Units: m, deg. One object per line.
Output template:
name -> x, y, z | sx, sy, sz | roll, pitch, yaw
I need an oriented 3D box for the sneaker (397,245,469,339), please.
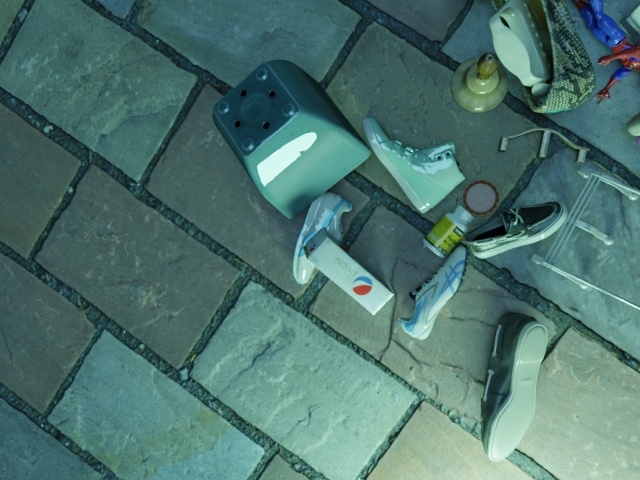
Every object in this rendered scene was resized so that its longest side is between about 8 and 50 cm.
sneaker -> 0.257, 0.112, 1.326 | 0.086, 0.085, 0.237 | 30, 97, 2

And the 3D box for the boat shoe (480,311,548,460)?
boat shoe -> 0.420, 0.323, 1.318 | 0.112, 0.095, 0.335 | 8, 100, -26

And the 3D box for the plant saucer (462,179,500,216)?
plant saucer -> 0.364, -0.096, 1.330 | 0.083, 0.013, 0.083 | 1, 94, 11

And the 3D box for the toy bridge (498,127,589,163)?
toy bridge -> 0.494, -0.214, 1.293 | 0.188, 0.026, 0.063 | 10, 94, 9

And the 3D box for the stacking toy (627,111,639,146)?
stacking toy -> 0.778, -0.137, 1.204 | 0.141, 0.141, 0.330 | -33, 94, 11

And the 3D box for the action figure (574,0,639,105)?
action figure -> 0.585, -0.405, 1.233 | 0.139, 0.091, 0.280 | -45, 84, 3

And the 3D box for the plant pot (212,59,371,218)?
plant pot -> -0.085, -0.236, 1.252 | 0.248, 0.252, 0.247 | -38, 68, 10

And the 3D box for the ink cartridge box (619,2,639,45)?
ink cartridge box -> 0.804, -0.416, 1.172 | 0.226, 0.131, 0.306 | -42, 87, 10

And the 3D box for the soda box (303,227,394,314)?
soda box -> 0.062, 0.070, 1.323 | 0.216, 0.074, 0.069 | 41, 99, -20

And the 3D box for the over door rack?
over door rack -> 0.644, 0.014, 1.224 | 0.324, 0.108, 0.239 | 30, 98, 28

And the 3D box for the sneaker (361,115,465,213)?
sneaker -> 0.212, -0.203, 1.309 | 0.151, 0.094, 0.256 | -37, 96, 16

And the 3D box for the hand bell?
hand bell -> 0.338, -0.343, 1.203 | 0.126, 0.242, 0.126 | 1, 93, 10

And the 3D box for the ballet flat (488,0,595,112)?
ballet flat -> 0.411, -0.489, 1.207 | 0.182, 0.164, 0.483 | -22, 91, -23

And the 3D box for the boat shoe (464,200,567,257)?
boat shoe -> 0.419, -0.031, 1.267 | 0.219, 0.070, 0.078 | -28, 44, 21

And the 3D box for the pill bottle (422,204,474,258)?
pill bottle -> 0.291, -0.022, 1.322 | 0.065, 0.065, 0.116 | 41, 99, 6

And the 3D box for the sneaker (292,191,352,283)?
sneaker -> 0.000, 0.000, 1.366 | 0.092, 0.087, 0.229 | 21, 99, 7
